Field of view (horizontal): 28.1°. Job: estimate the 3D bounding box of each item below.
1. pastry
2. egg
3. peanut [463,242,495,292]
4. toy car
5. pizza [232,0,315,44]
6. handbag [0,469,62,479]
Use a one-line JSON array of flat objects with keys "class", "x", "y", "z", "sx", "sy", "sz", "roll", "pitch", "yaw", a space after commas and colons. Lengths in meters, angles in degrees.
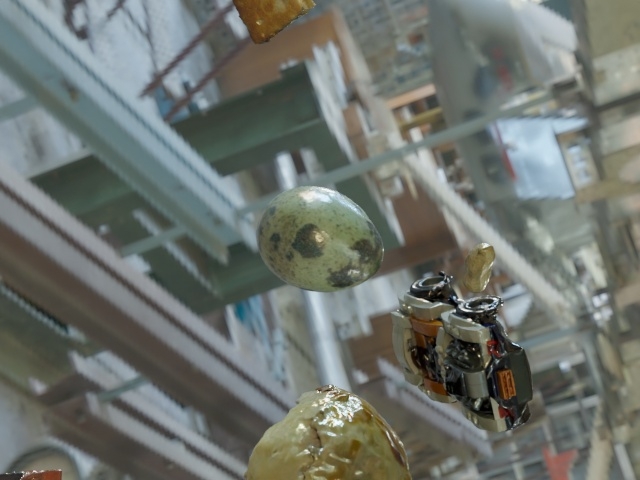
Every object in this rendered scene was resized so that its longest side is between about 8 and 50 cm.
[{"class": "pastry", "x": 0.044, "y": 0.338, "z": 1.827, "sx": 0.237, "sy": 0.170, "sz": 0.256, "roll": -45, "pitch": 109, "yaw": -37}, {"class": "egg", "x": 0.000, "y": 0.000, "z": 1.722, "sx": 0.141, "sy": 0.182, "sz": 0.141, "roll": -45, "pitch": 146, "yaw": -42}, {"class": "peanut", "x": 0.191, "y": 0.033, "z": 1.551, "sx": 0.083, "sy": 0.037, "sz": 0.037, "roll": 101, "pitch": -20, "yaw": -56}, {"class": "toy car", "x": 0.198, "y": 0.160, "z": 1.811, "sx": 0.301, "sy": 0.118, "sz": 0.193, "roll": -150, "pitch": -135, "yaw": -69}, {"class": "pizza", "x": -0.084, "y": -0.370, "z": 2.011, "sx": 0.041, "sy": 0.178, "sz": 0.130, "roll": -40, "pitch": 136, "yaw": -46}, {"class": "handbag", "x": -0.334, "y": 0.342, "z": 1.365, "sx": 0.062, "sy": 0.127, "sz": 0.190, "roll": 85, "pitch": 0, "yaw": -63}]
